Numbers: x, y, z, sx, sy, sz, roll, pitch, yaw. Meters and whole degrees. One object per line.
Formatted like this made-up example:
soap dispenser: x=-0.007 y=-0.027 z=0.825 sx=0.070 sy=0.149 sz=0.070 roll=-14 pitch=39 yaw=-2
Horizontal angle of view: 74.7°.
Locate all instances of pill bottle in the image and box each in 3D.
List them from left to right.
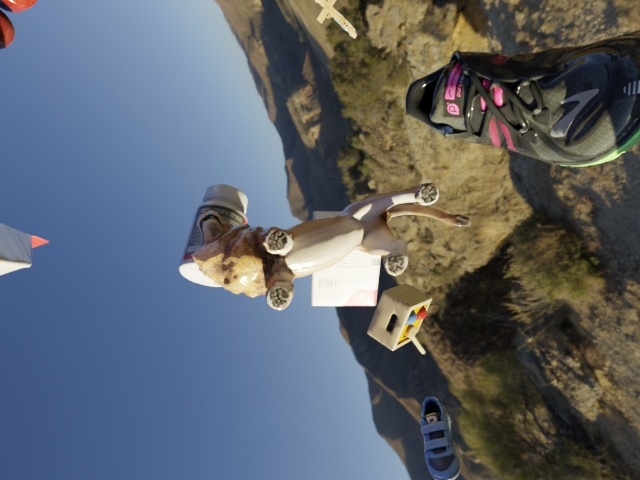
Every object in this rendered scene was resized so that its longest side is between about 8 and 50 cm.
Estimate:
pill bottle: x=-0.312 y=-0.018 z=1.273 sx=0.161 sy=0.161 sz=0.283 roll=56 pitch=-144 yaw=-54

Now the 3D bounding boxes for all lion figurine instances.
lion figurine: x=0.000 y=0.000 z=0.651 sx=0.240 sy=0.392 sz=0.142 roll=-162 pitch=64 yaw=-76

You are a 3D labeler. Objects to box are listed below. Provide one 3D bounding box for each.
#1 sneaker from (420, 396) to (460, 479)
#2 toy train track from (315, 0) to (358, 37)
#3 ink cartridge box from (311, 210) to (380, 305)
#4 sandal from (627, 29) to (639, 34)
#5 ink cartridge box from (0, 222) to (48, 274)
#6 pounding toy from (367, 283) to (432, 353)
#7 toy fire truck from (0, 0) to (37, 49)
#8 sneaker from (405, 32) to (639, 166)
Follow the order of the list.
sneaker: x=0.192 y=0.324 z=0.694 sx=0.144 sy=0.053 sz=0.059 roll=-79 pitch=-33 yaw=-63
toy train track: x=0.022 y=-0.330 z=0.618 sx=0.083 sy=0.048 sz=0.014 roll=31 pitch=-176 yaw=-29
ink cartridge box: x=0.076 y=0.057 z=1.298 sx=0.117 sy=0.207 sz=0.283 roll=-94 pitch=6 yaw=-64
sandal: x=0.864 y=-0.516 z=1.130 sx=0.120 sy=0.302 sz=0.086 roll=56 pitch=-165 yaw=-23
ink cartridge box: x=-0.395 y=0.042 z=0.423 sx=0.066 sy=0.189 sz=0.232 roll=66 pitch=160 yaw=3
pounding toy: x=0.188 y=0.186 z=0.936 sx=0.100 sy=0.141 sz=0.130 roll=30 pitch=-159 yaw=33
toy fire truck: x=-0.418 y=-0.356 z=0.442 sx=0.254 sy=0.169 sz=0.302 roll=44 pitch=-119 yaw=-49
sneaker: x=0.297 y=-0.219 z=0.684 sx=0.483 sy=0.202 sz=0.185 roll=-146 pitch=55 yaw=-68
